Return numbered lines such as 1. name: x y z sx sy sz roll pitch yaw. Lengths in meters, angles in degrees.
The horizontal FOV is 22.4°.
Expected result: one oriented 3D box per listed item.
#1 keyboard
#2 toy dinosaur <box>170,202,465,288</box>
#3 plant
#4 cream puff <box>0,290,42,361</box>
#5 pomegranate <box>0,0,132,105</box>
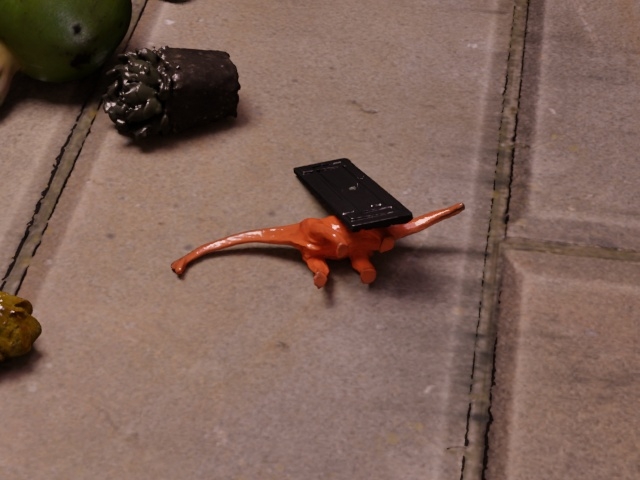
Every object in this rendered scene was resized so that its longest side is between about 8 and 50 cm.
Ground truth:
1. keyboard: 0.028 -0.046 1.558 0.061 0.013 0.204 -10 20 -14
2. toy dinosaur: 0.000 0.006 1.521 0.279 0.055 0.101 -9 25 -11
3. plant: -0.157 -0.155 1.688 0.143 0.092 0.094 -8 48 -20
4. cream puff: -0.292 0.072 1.427 0.083 0.058 0.083 -14 43 -15
5. pomegranate: -0.311 -0.235 1.727 0.187 0.187 0.225 29 71 29
